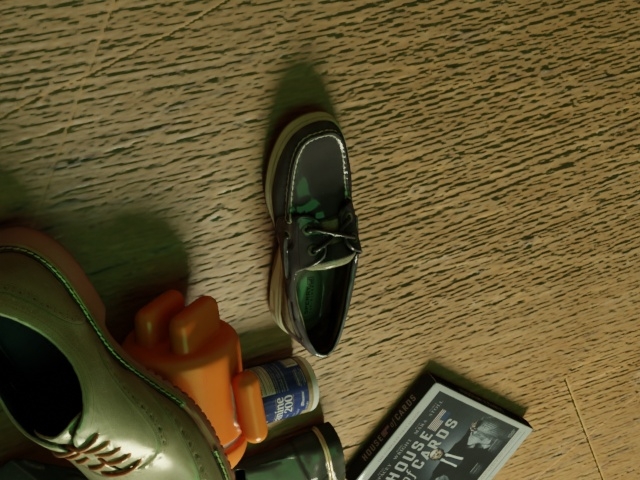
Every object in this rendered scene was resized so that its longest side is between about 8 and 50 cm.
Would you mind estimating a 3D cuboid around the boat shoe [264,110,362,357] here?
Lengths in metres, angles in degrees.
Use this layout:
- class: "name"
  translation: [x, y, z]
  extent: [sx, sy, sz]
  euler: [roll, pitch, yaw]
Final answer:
- class: "boat shoe"
  translation: [0.000, 0.000, 1.422]
  extent: [0.103, 0.092, 0.285]
  euler: [-14, 129, -26]

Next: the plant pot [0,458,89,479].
- class: "plant pot"
  translation: [-0.278, 0.378, 1.418]
  extent: [0.248, 0.247, 0.252]
  euler: [18, 92, -41]

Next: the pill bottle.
- class: "pill bottle"
  translation: [-0.068, 0.177, 1.526]
  extent: [0.120, 0.067, 0.067]
  euler: [-13, 128, -27]

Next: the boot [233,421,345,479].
- class: "boot"
  translation: [-0.039, 0.327, 1.664]
  extent: [0.137, 0.077, 0.198]
  euler: [-17, 117, -18]

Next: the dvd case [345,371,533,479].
- class: "dvd case"
  translation: [0.162, 0.282, 1.789]
  extent: [0.239, 0.029, 0.179]
  euler: [29, 103, -44]

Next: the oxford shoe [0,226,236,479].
- class: "oxford shoe"
  translation: [-0.218, 0.180, 1.272]
  extent: [0.140, 0.146, 0.397]
  euler: [-31, 110, 19]

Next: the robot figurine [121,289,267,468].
- class: "robot figurine"
  translation: [-0.143, 0.164, 1.409]
  extent: [0.158, 0.128, 0.219]
  euler: [-8, 113, -9]
